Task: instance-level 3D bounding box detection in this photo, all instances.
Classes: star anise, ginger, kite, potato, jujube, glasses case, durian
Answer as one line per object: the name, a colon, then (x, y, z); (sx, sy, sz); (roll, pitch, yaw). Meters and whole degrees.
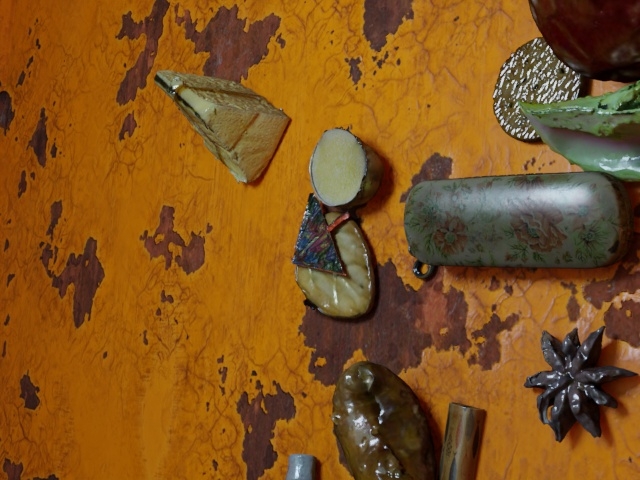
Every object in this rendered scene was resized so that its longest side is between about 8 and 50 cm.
star anise: (0.397, 0.213, 1.552); (0.182, 0.065, 0.195); (-52, 44, 24)
ginger: (0.123, 0.369, 1.755); (0.165, 0.172, 0.321); (-24, 58, 1)
kite: (0.000, 0.000, 2.020); (0.189, 0.009, 0.232); (-43, 49, 33)
potato: (0.061, -0.144, 1.992); (0.200, 0.081, 0.164); (37, 112, 49)
jujube: (0.450, -0.436, 1.501); (0.276, 0.276, 0.377); (-15, 69, 45)
glasses case: (0.237, 0.369, 1.710); (0.064, 0.041, 0.170); (7, 87, 49)
durian: (0.473, -0.167, 1.474); (0.355, 0.169, 0.157); (-1, 85, 54)
glasses case: (0.317, -0.032, 1.654); (0.425, 0.098, 0.156); (0, 94, 44)

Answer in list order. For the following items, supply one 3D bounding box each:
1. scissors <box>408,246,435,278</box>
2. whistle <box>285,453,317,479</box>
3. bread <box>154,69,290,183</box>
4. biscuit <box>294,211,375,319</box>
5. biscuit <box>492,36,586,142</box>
scissors: (0.247, -0.003, 1.800); (0.220, 0.017, 0.088); (-31, 59, 39)
whistle: (-0.049, 0.594, 1.922); (0.142, 0.133, 0.346); (-19, 58, 47)
bread: (-0.255, -0.266, 2.243); (0.263, 0.236, 0.198); (39, 110, 45)
biscuit: (0.034, 0.059, 2.006); (0.203, 0.041, 0.260); (-56, 47, 19)
biscuit: (0.378, -0.261, 1.707); (0.188, 0.027, 0.188); (-16, 69, 45)
